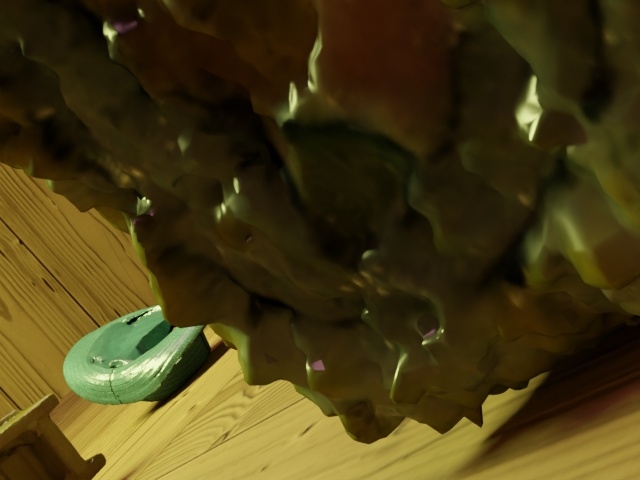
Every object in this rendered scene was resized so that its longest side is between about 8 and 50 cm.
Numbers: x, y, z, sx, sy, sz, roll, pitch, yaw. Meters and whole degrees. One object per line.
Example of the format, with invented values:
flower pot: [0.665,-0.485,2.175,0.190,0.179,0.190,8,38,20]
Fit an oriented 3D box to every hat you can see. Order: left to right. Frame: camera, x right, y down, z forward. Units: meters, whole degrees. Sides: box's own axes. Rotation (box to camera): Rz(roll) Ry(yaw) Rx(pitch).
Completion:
hat: [-0.160,0.115,1.503,0.191,0.078,0.138,-15,29,36]

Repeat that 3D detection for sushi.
sushi: [-0.003,-0.131,0.515,0.240,0.396,0.351,-50,3,-38]

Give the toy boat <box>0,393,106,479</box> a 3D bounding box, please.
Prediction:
toy boat: [-0.349,0.286,1.132,0.445,0.136,0.162,-43,10,-25]
